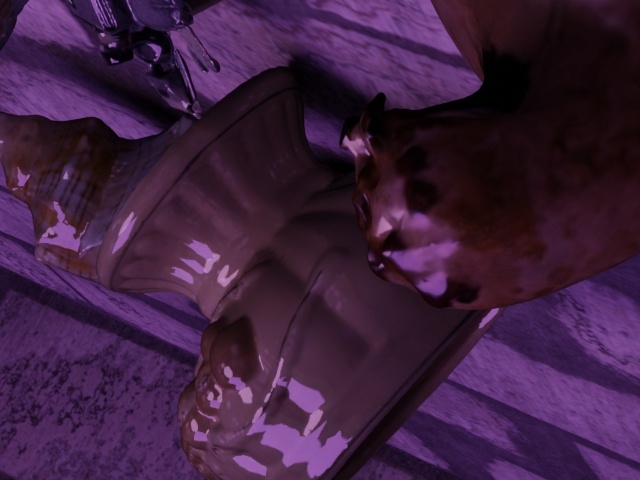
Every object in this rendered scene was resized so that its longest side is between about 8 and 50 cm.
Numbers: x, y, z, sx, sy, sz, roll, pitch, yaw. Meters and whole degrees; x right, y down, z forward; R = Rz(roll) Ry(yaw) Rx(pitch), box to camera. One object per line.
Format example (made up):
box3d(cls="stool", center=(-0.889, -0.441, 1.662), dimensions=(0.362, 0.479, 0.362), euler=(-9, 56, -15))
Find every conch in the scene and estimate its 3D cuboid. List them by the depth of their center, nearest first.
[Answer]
box3d(cls="conch", center=(-0.133, -0.029, 1.622), dimensions=(0.386, 0.169, 0.203), euler=(16, 178, 0))

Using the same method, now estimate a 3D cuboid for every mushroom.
box3d(cls="mushroom", center=(0.143, -0.089, 0.743), dimensions=(0.267, 0.254, 0.267), euler=(24, -166, -7))

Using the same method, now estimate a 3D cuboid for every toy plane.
box3d(cls="toy plane", center=(-0.151, -0.176, 1.241), dimensions=(0.262, 0.088, 0.192), euler=(17, 136, 52))

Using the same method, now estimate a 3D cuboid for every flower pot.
box3d(cls="flower pot", center=(-0.013, 0.030, 1.332), dimensions=(0.244, 0.307, 0.307), euler=(42, 170, 10))

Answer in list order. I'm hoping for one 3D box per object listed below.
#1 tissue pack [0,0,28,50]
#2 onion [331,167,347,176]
box3d(cls="tissue pack", center=(-0.316, -0.220, 1.241), dimensions=(0.228, 0.128, 0.311), euler=(27, 176, -6))
box3d(cls="onion", center=(0.000, 0.000, 1.536), dimensions=(0.131, 0.131, 0.131), euler=(27, 167, 7))
